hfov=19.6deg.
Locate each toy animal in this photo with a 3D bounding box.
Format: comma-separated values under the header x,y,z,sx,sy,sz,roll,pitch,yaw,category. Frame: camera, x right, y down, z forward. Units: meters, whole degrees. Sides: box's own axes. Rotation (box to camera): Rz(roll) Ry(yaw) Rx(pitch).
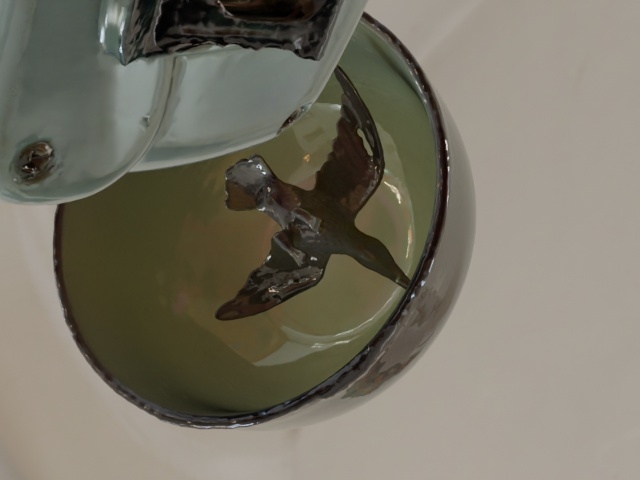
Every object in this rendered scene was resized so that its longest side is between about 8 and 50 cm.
x,y,z,sx,sy,sz,roll,pitch,yaw,category
0.000,0.000,1.388,0.155,0.219,0.095,40,-162,21,toy animal

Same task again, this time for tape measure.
x,y,z,sx,sy,sz,roll,pitch,yaw,category
-0.067,-0.139,0.748,0.246,0.243,0.125,-13,-136,-40,tape measure

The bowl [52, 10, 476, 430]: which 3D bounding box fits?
x,y,z,sx,sy,sz,roll,pitch,yaw,category
-0.019,-0.004,1.480,0.185,0.353,0.354,29,-136,-55,bowl
